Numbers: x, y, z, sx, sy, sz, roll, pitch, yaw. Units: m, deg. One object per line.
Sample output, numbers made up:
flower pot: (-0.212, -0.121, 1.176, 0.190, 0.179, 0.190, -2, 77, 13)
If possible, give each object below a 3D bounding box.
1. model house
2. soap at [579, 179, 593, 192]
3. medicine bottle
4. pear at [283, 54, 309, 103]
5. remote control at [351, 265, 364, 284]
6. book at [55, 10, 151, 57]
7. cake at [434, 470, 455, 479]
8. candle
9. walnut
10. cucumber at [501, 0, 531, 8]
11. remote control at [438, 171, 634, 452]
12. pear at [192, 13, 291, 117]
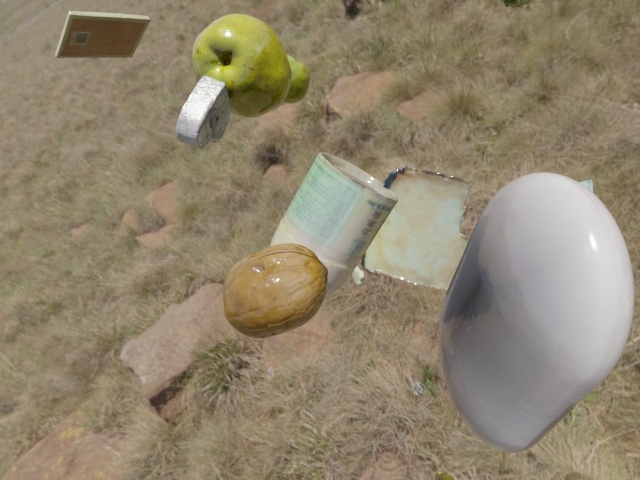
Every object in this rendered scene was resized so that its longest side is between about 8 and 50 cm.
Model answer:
model house: (0.413, -0.046, 1.766, 0.394, 0.400, 0.446, 12, 92, 16)
soap: (0.489, 0.031, 0.824, 0.095, 0.290, 0.172, -5, 17, 33)
medicine bottle: (0.000, 0.000, 1.109, 0.406, 0.235, 0.236, -60, 38, 18)
pear: (-0.130, -0.607, 1.570, 0.166, 0.180, 0.216, -42, -1, 14)
remote control: (0.166, 0.151, 1.972, 0.032, 0.075, 0.122, -4, 37, -23)
book: (-0.636, -0.599, 1.235, 0.170, 0.018, 0.241, -32, -1, 41)
cake: (0.401, 0.802, 1.273, 0.079, 0.185, 0.116, -10, 12, 6)
candle: (-0.287, -0.324, 1.059, 0.068, 0.169, 0.192, 22, 27, 1)
walnut: (-0.083, 0.091, 0.781, 0.207, 0.167, 0.167, -24, 42, -2)
cucumber: (0.376, -0.519, 0.776, 0.134, 0.244, 0.135, -4, 77, 18)
remote control: (0.206, 0.085, 0.457, 0.103, 0.332, 0.221, 4, 43, -5)
pear: (-0.222, -0.497, 1.210, 0.294, 0.294, 0.294, -18, 44, 18)
